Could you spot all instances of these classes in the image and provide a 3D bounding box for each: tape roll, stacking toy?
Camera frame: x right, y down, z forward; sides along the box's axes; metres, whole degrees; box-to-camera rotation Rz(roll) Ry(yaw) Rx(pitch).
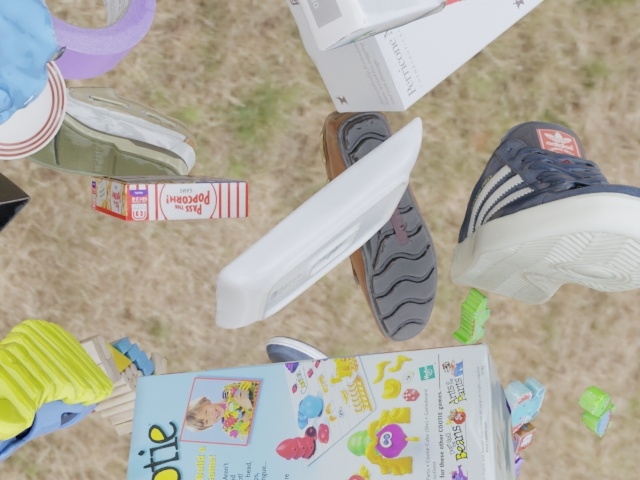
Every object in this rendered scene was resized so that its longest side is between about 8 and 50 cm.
[{"bbox_3d":[-0.400,-0.395,1.741,0.275,0.090,0.274,16,61,-31],"label":"tape roll"},{"bbox_3d":[0.170,0.176,1.004,0.052,0.167,0.221,-21,133,-33],"label":"stacking toy"}]

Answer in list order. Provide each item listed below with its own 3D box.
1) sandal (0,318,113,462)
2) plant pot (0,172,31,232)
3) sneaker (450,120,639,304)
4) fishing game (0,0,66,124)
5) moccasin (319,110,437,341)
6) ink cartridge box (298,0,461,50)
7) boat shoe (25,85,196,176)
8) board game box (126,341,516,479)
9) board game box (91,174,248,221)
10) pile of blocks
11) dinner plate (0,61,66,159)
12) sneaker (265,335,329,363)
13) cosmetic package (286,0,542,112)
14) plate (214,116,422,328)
[{"bbox_3d":[-0.336,0.174,1.183,0.138,0.126,0.317,-47,169,13],"label":"sandal"},{"bbox_3d":[-0.577,-0.053,1.624,0.187,0.167,0.188,-43,174,17],"label":"plant pot"},{"bbox_3d":[0.195,-0.038,0.929,0.131,0.350,0.148,17,81,-8],"label":"sneaker"},{"bbox_3d":[-0.294,-0.166,0.853,0.189,0.041,0.264,18,129,-19],"label":"fishing game"},{"bbox_3d":[0.081,-0.023,1.746,0.139,0.147,0.379,-26,103,-15],"label":"moccasin"},{"bbox_3d":[0.049,-0.246,0.782,0.225,0.056,0.180,-27,96,-42],"label":"ink cartridge box"},{"bbox_3d":[-0.319,-0.156,1.529,0.302,0.113,0.103,23,47,-9],"label":"boat shoe"},{"bbox_3d":[0.006,0.183,0.855,0.142,0.275,0.144,61,26,-56],"label":"board game box"},{"bbox_3d":[-0.187,-0.054,1.348,0.147,0.193,0.045,-2,97,-22],"label":"board game box"},{"bbox_3d":[-0.339,0.262,1.920,0.362,0.113,0.148,54,22,-45],"label":"pile of blocks"},{"bbox_3d":[-0.365,-0.165,1.295,0.017,0.141,0.141,-28,136,-87],"label":"dinner plate"},{"bbox_3d":[-0.024,0.271,1.760,0.226,0.086,0.163,45,51,-18],"label":"sneaker"},{"bbox_3d":[0.150,-0.360,1.518,0.385,0.156,0.217,-43,119,-28],"label":"cosmetic package"},{"bbox_3d":[0.000,0.000,1.256,0.278,0.045,0.277,-38,172,-14],"label":"plate"}]
